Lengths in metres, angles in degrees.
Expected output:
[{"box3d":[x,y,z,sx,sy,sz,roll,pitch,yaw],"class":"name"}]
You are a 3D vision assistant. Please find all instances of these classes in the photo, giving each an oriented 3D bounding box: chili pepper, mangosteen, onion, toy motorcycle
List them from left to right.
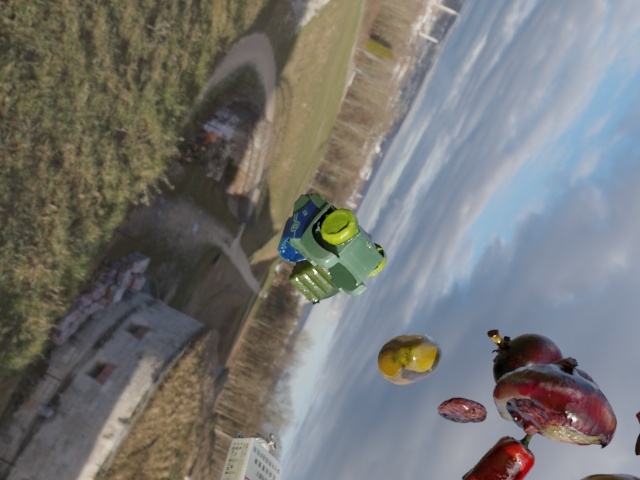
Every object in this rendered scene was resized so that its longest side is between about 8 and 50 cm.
[{"box3d":[0.000,0.000,1.509,0.200,0.326,0.191,-48,132,-4],"class":"toy motorcycle"},{"box3d":[0.604,0.695,1.836,0.338,0.134,0.131,-47,144,7],"class":"chili pepper"},{"box3d":[0.646,0.389,1.885,0.235,0.261,0.235,-41,162,-16],"class":"mangosteen"},{"box3d":[0.558,0.370,1.375,0.195,0.272,0.272,-61,177,-23],"class":"onion"}]

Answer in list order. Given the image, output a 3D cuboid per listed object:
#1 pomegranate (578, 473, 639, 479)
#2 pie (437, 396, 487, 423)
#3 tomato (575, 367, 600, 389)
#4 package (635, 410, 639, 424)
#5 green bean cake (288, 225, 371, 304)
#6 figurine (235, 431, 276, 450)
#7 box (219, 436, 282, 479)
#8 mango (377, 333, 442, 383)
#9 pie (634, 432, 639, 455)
[{"box3d":[0.861,0.850,1.642,0.411,0.411,0.411,-64,178,-5],"class":"pomegranate"},{"box3d":[0.426,0.514,1.747,0.153,0.153,0.038,112,-6,-58],"class":"pie"},{"box3d":[0.961,0.577,2.164,0.199,0.228,0.112,-65,-173,-21],"class":"tomato"},{"box3d":[0.986,0.534,1.419,0.123,0.423,0.196,-56,-166,28],"class":"package"},{"box3d":[0.039,0.068,1.988,0.250,0.156,0.247,-30,-156,37],"class":"green bean cake"},{"box3d":[-0.251,0.816,2.308,0.132,0.153,0.132,-15,90,-86],"class":"figurine"},{"box3d":[-0.233,0.811,1.787,0.210,0.095,0.330,58,33,-38],"class":"box"},{"box3d":[0.314,0.410,2.025,0.317,0.211,0.173,115,-37,-72],"class":"mango"},{"box3d":[1.055,0.603,1.771,0.191,0.033,0.088,-26,-124,40],"class":"pie"}]
